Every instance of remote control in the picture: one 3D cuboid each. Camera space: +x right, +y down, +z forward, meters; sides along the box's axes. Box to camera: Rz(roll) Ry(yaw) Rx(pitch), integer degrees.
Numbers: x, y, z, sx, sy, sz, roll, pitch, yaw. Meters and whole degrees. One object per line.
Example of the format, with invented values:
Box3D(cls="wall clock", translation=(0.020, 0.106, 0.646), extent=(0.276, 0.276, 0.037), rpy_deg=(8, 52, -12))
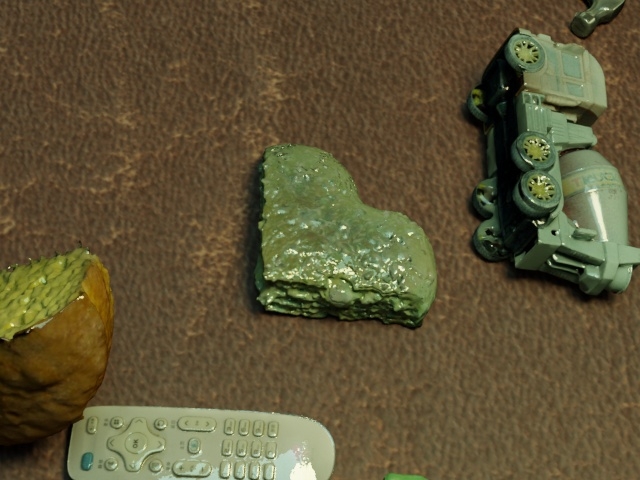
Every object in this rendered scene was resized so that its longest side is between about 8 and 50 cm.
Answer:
Box3D(cls="remote control", translation=(-0.101, 0.183, 1.463), extent=(0.229, 0.044, 0.073), rpy_deg=(2, 62, 3))

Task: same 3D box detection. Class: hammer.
Box3D(cls="hammer", translation=(0.228, -0.319, 1.841), extent=(0.246, 0.029, 0.103), rpy_deg=(41, 61, 20))

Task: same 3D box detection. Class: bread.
Box3D(cls="bread", translation=(-0.263, 0.103, 1.433), extent=(0.260, 0.134, 0.129), rpy_deg=(-12, 32, 28))
Box3D(cls="bread", translation=(0.000, 0.000, 1.581), extent=(0.172, 0.064, 0.232), rpy_deg=(-34, 66, -28))

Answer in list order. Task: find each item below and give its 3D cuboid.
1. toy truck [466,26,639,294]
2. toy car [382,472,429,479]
Box3D(cls="toy truck", translation=(0.228, -0.072, 1.638), extent=(0.140, 0.108, 0.256), rpy_deg=(10, 57, -17))
Box3D(cls="toy car", translation=(0.204, 0.308, 1.343), extent=(0.359, 0.176, 0.213), rpy_deg=(12, 58, -1))
